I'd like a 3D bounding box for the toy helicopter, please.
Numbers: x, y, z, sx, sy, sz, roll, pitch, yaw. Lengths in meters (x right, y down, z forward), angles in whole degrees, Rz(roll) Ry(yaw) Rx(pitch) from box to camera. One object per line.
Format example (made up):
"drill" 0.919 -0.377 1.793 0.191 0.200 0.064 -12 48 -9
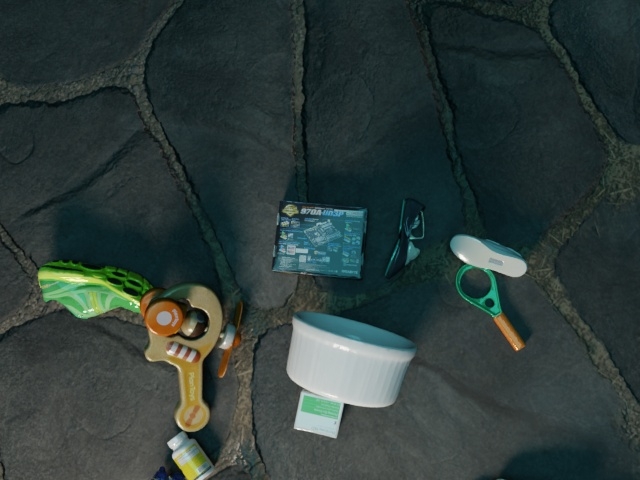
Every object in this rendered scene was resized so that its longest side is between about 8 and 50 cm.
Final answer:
"toy helicopter" -0.288 0.270 1.381 0.235 0.140 0.354 -4 99 -22

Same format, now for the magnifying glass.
"magnifying glass" 0.403 0.155 1.393 0.092 0.026 0.230 -33 79 -1

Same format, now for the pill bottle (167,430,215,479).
"pill bottle" -0.303 0.504 1.377 0.065 0.065 0.116 -38 80 -1

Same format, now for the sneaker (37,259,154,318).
"sneaker" -0.537 0.131 1.444 0.296 0.109 0.123 14 112 2

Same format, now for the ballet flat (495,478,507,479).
"ballet flat" 0.380 0.604 1.299 0.343 0.116 0.124 -30 62 4

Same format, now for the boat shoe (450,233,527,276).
"boat shoe" 0.394 0.027 1.391 0.184 0.063 0.066 16 113 6

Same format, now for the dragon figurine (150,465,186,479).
"dragon figurine" -0.377 0.638 1.297 0.085 0.289 0.143 11 121 8

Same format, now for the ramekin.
"ramekin" 0.059 0.255 1.285 0.278 0.277 0.135 15 91 7

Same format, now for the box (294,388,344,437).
"box" -0.001 0.389 1.350 0.101 0.102 0.087 11 85 5

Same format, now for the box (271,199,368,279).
"box" 0.000 0.000 1.431 0.221 0.051 0.175 5 82 5

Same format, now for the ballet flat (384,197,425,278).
"ballet flat" 0.208 -0.001 1.407 0.074 0.074 0.203 14 81 6
